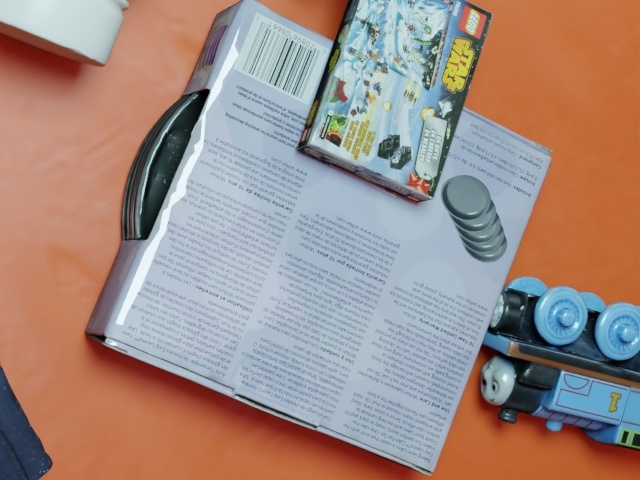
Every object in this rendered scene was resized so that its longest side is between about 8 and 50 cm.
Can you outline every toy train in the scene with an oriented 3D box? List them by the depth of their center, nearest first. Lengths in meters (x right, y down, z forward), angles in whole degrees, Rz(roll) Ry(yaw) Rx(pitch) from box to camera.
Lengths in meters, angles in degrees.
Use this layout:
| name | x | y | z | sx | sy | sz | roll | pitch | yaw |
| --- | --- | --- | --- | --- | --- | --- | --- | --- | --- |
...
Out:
| name | x | y | z | sx | sy | sz | roll | pitch | yaw |
| --- | --- | --- | --- | --- | --- | --- | --- | --- | --- |
| toy train | 0.195 | 0.092 | 1.060 | 0.184 | 0.080 | 0.105 | 15 | 90 | -21 |

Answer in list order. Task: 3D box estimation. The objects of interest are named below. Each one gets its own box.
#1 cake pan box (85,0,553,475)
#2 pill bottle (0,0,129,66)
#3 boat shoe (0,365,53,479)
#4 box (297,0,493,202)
| name | x | y | z | sx | sy | sz | roll | pitch | yaw |
| --- | --- | --- | --- | --- | --- | --- | --- | --- | --- |
| cake pan box | 0.000 | 0.000 | 0.987 | 0.266 | 0.070 | 0.246 | 23 | 79 | -20 |
| pill bottle | -0.139 | -0.231 | 0.892 | 0.131 | 0.131 | 0.229 | 21 | 89 | -21 |
| boat shoe | -0.301 | 0.059 | 0.847 | 0.158 | 0.127 | 0.341 | -40 | 112 | -24 |
| box | 0.050 | -0.105 | 0.958 | 0.094 | 0.027 | 0.137 | 23 | 77 | -18 |
